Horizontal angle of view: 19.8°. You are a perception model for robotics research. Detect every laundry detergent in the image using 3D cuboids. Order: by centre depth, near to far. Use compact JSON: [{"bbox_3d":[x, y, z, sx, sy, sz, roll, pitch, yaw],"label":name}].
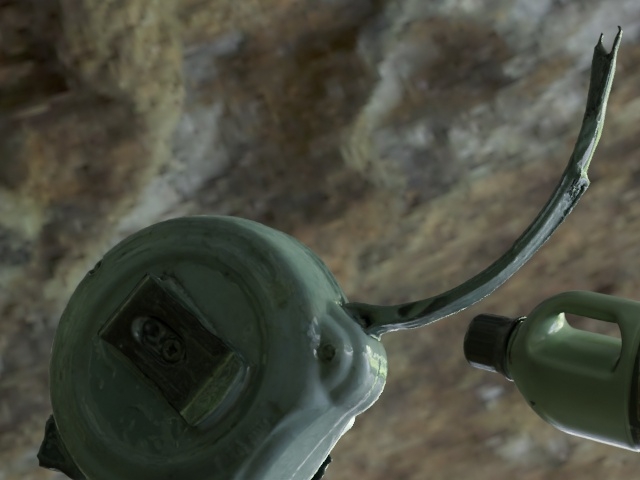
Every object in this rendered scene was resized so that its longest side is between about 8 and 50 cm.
[{"bbox_3d":[0.195,0.085,1.184,0.070,0.226,0.099,-32,-55,-46],"label":"laundry detergent"}]

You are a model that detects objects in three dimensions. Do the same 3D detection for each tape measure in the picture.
[{"bbox_3d":[0.000,0.000,0.841,0.330,0.164,0.084,-52,-21,1],"label":"tape measure"}]
